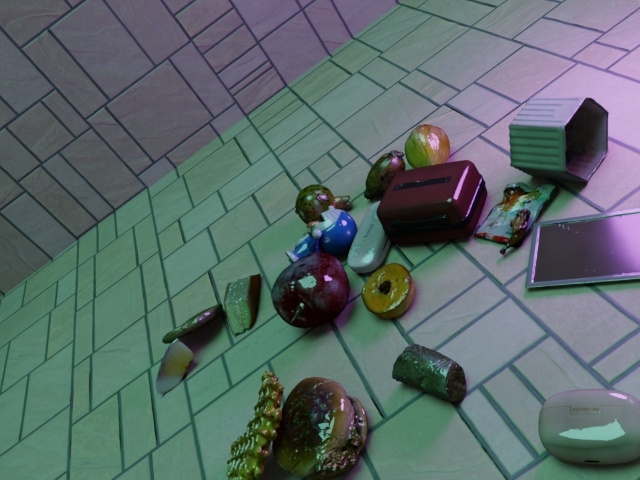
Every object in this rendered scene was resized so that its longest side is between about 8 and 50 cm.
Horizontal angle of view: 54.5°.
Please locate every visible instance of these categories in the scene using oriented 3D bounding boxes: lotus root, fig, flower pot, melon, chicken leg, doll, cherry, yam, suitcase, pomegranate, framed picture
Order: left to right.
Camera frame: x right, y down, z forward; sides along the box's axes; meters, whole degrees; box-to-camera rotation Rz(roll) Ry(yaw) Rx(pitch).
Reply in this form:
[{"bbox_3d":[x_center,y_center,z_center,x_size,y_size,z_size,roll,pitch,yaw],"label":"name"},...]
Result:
[{"bbox_3d":[-0.484,0.418,2.085,0.139,0.093,0.203,-123,56,-83],"label":"melon"},{"bbox_3d":[-0.023,0.143,1.869,0.230,0.203,0.300,-25,26,29],"label":"cherry"},{"bbox_3d":[0.000,0.000,2.054,0.256,0.161,0.215,-35,-8,-7],"label":"doll"},{"bbox_3d":[0.007,-0.128,2.231,0.205,0.159,0.159,-7,37,-1],"label":"pomegranate"},{"bbox_3d":[0.222,-0.221,2.157,0.209,0.120,0.120,-55,26,25],"label":"lotus root"},{"bbox_3d":[0.364,-0.276,2.078,0.159,0.159,0.257,-22,43,22],"label":"fig"},{"bbox_3d":[0.263,0.315,1.491,0.183,0.107,0.107,17,60,48],"label":"yam"},{"bbox_3d":[0.336,-0.112,1.883,0.297,0.161,0.236,-6,42,38],"label":"suitcase"},{"bbox_3d":[0.529,-0.026,1.683,0.062,0.037,0.145,-3,55,55],"label":"chicken leg"},{"bbox_3d":[0.667,-0.283,1.745,0.189,0.209,0.239,16,61,51],"label":"flower pot"},{"bbox_3d":[0.668,0.022,1.544,0.296,0.019,0.232,-8,43,36],"label":"framed picture"}]

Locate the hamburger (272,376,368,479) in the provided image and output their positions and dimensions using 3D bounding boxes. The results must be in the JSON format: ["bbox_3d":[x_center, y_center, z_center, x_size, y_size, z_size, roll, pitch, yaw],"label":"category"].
[{"bbox_3d":[-0.009,0.468,1.521,0.243,0.146,0.286,-37,34,13],"label":"hamburger"}]

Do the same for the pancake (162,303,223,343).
[{"bbox_3d":[-0.444,0.295,2.158,0.241,0.050,0.242,-28,2,1],"label":"pancake"}]

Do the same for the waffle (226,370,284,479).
[{"bbox_3d":[-0.157,0.490,1.566,0.260,0.069,0.293,-121,53,-76],"label":"waffle"}]

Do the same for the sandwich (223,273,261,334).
[{"bbox_3d":[-0.264,0.195,2.131,0.094,0.096,0.258,-18,40,18],"label":"sandwich"}]

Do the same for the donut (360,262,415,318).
[{"bbox_3d":[0.200,0.151,1.780,0.162,0.065,0.178,-33,34,15],"label":"donut"}]

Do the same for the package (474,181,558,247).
[{"bbox_3d":[0.554,-0.087,1.765,0.232,0.040,0.166,-50,35,-15],"label":"package"}]

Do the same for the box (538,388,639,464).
[{"bbox_3d":[0.524,0.358,1.201,0.200,0.088,0.146,-11,40,32],"label":"box"}]

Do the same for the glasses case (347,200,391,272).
[{"bbox_3d":[0.175,-0.018,1.996,0.113,0.075,0.297,-6,45,36],"label":"glasses case"}]
